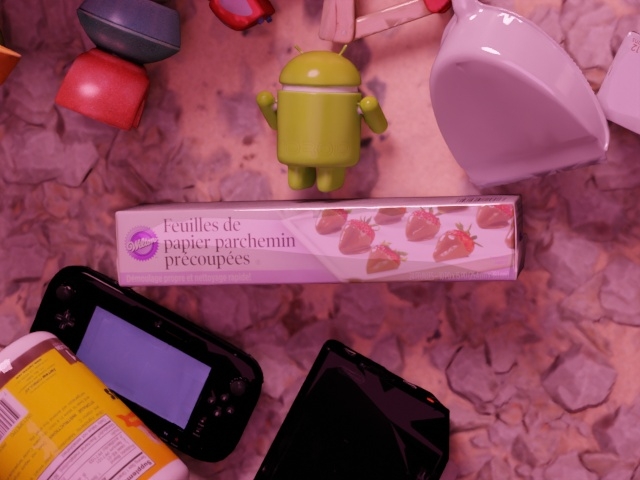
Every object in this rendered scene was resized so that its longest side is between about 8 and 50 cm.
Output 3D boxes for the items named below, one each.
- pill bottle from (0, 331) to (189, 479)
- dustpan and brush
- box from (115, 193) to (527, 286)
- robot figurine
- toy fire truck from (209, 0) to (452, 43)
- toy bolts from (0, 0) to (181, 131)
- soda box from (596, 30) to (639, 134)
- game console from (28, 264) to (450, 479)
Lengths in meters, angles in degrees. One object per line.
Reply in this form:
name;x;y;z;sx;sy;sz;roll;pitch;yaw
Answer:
pill bottle;-0.187;0.182;1.349;0.215;0.117;0.117;44;104;9
dustpan and brush;0.121;-0.144;1.267;0.147;0.060;0.211;-11;125;49
box;0.000;0.000;1.347;0.324;0.067;0.063;-1;96;12
robot figurine;-0.001;-0.097;1.334;0.101;0.067;0.115;4;97;20
toy fire truck;0.011;-0.204;1.329;0.192;0.047;0.135;-32;91;15
toy bolts;-0.213;-0.194;1.314;0.229;0.218;0.158;21;95;-9
soda box;0.314;-0.081;1.263;0.216;0.074;0.069;26;101;8
game console;-0.083;0.153;1.395;0.361;0.044;0.213;28;102;8
